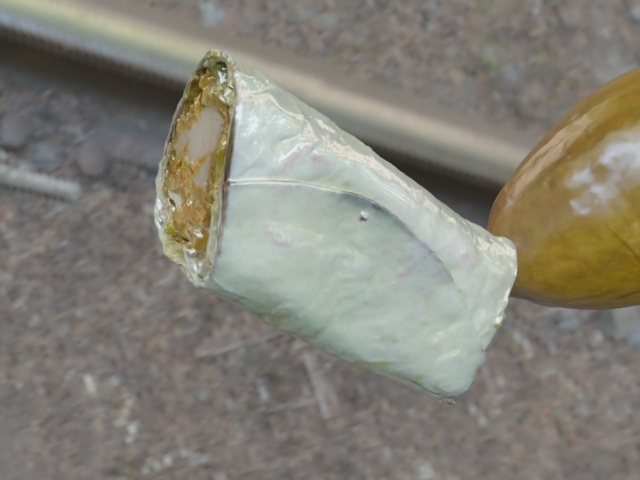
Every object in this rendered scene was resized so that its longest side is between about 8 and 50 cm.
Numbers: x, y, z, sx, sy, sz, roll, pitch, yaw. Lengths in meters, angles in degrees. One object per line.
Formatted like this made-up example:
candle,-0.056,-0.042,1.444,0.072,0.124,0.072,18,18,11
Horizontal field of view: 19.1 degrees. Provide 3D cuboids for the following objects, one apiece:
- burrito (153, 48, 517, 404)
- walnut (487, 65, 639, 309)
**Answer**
burrito,0.003,-0.003,1.318,0.299,0.105,0.143,31,99,-32
walnut,0.273,-0.038,1.714,0.209,0.336,0.209,56,13,-21
